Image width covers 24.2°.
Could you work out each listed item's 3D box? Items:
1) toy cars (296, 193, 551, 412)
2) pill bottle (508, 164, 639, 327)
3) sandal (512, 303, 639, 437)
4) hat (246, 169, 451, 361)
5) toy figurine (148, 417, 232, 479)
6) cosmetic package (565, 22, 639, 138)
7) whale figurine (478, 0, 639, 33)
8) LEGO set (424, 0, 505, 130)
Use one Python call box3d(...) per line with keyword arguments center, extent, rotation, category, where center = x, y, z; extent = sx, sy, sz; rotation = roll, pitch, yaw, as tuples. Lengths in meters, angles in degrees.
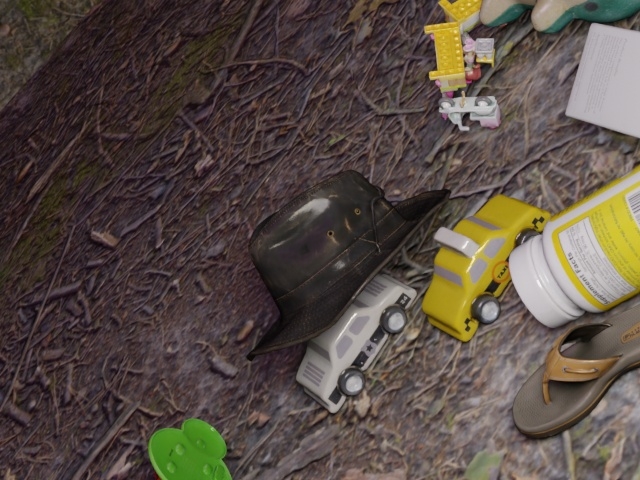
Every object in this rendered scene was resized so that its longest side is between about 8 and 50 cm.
box3d(center=(0.104, 0.065, 1.821), extent=(0.393, 0.087, 0.176), rotation=(-32, 37, 30), category="toy cars")
box3d(center=(0.311, 0.004, 1.583), extent=(0.208, 0.119, 0.119), rotation=(-32, 37, 30), category="pill bottle")
box3d(center=(0.282, 0.122, 1.559), extent=(0.219, 0.060, 0.090), rotation=(-37, 35, 24), category="sandal")
box3d(center=(0.000, 0.000, 1.865), extent=(0.331, 0.134, 0.331), rotation=(-39, 9, 7), category="hat")
box3d(center=(-0.207, 0.335, 1.959), extent=(0.159, 0.130, 0.173), rotation=(-50, 8, 23), category="toy figurine")
box3d(center=(0.374, -0.167, 1.653), extent=(0.231, 0.085, 0.117), rotation=(34, 111, 63), category="cosmetic package")
box3d(center=(0.324, -0.335, 1.891), extent=(0.272, 0.141, 0.216), rotation=(-21, 41, 51), category="whale figurine")
box3d(center=(0.215, -0.261, 2.024), extent=(0.132, 0.107, 0.287), rotation=(12, 59, 19), category="LEGO set")
